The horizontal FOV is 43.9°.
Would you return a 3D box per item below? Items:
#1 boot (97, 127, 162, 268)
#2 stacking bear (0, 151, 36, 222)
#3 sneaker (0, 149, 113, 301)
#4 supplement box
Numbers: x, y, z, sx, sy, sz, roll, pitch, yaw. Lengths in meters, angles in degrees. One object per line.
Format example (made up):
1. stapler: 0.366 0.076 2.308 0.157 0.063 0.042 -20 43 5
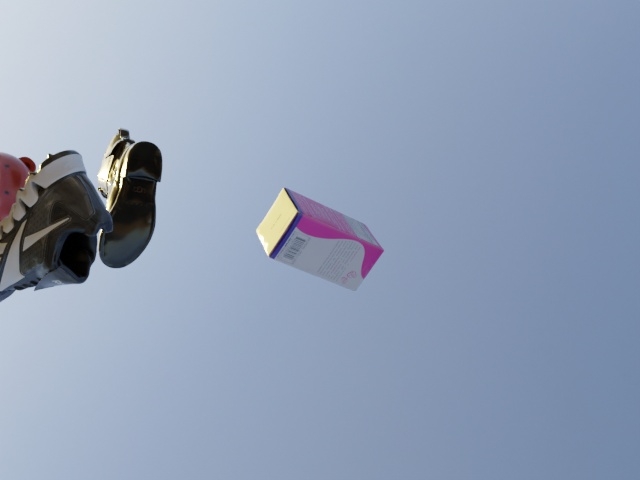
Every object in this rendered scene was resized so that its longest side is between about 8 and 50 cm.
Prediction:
1. boot: -0.383 -0.086 1.528 0.229 0.091 0.263 15 -92 60
2. stacking bear: -0.538 -0.069 1.075 0.288 0.164 0.176 0 -112 -15
3. sneaker: -0.295 0.018 0.826 0.234 0.078 0.106 -43 -97 27
4. supplement box: 0.000 0.000 1.590 0.111 0.220 0.114 -55 -148 17
